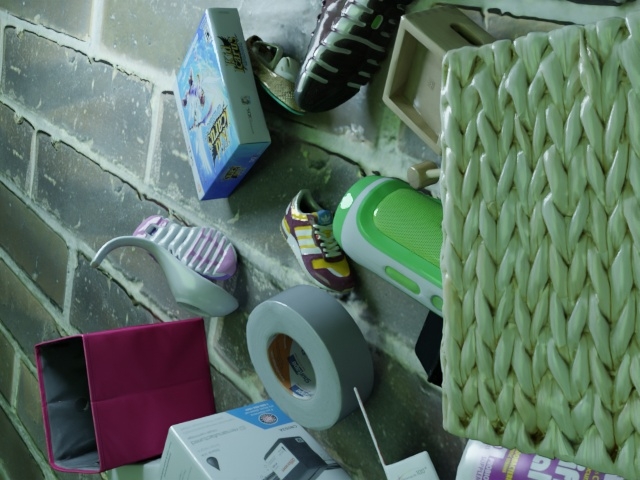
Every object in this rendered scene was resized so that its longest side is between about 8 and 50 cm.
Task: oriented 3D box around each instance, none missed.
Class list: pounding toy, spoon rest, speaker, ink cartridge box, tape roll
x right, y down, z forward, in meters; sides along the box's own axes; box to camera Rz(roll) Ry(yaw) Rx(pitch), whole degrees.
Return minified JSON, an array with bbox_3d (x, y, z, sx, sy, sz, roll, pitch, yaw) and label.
[{"bbox_3d":[0.170,-0.157,0.881,0.181,0.094,0.206,52,149,31],"label":"pounding toy"},{"bbox_3d":[-0.275,0.065,1.275,0.137,0.276,0.084,-23,44,62],"label":"spoon rest"},{"bbox_3d":[0.157,0.027,0.860,0.296,0.131,0.131,33,117,34],"label":"speaker"},{"bbox_3d":[-0.083,0.410,1.096,0.307,0.223,0.129,36,118,40],"label":"ink cartridge box"},{"bbox_3d":[-0.021,0.182,1.082,0.219,0.072,0.219,25,127,39],"label":"tape roll"},{"bbox_3d":[0.128,0.342,0.876,0.239,0.060,0.275,-110,0,-46],"label":"ink cartridge box"}]

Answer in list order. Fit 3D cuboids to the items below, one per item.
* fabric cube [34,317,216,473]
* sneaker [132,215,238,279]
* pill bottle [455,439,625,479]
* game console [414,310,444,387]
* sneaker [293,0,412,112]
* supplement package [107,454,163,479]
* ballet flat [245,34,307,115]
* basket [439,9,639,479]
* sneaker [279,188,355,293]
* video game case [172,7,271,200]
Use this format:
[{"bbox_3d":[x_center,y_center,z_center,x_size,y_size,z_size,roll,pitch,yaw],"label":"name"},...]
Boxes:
[{"bbox_3d":[-0.394,0.307,1.405,0.254,0.258,0.259,-16,81,46],"label":"fabric cube"},{"bbox_3d":[-0.254,0.029,1.360,0.236,0.095,0.104,18,147,28],"label":"sneaker"},{"bbox_3d":[0.303,0.281,0.706,0.302,0.169,0.169,-3,91,48],"label":"pill bottle"},{"bbox_3d":[0.188,0.135,0.937,0.107,0.071,0.122,23,113,12],"label":"game console"},{"bbox_3d":[0.033,-0.335,1.018,0.281,0.106,0.162,-52,50,25],"label":"sneaker"},{"bbox_3d":[-0.259,0.493,1.330,0.293,0.178,0.175,-20,79,46],"label":"supplement package"},{"bbox_3d":[-0.075,-0.284,1.151,0.206,0.073,0.067,45,116,33],"label":"ballet flat"},{"bbox_3d":[0.284,0.004,0.564,0.266,0.328,0.331,-1,91,39],"label":"basket"},{"bbox_3d":[0.000,0.000,1.088,0.185,0.070,0.084,51,132,31],"label":"sneaker"},{"bbox_3d":[-0.183,-0.228,1.224,0.269,0.061,0.244,-37,66,61],"label":"video game case"}]
